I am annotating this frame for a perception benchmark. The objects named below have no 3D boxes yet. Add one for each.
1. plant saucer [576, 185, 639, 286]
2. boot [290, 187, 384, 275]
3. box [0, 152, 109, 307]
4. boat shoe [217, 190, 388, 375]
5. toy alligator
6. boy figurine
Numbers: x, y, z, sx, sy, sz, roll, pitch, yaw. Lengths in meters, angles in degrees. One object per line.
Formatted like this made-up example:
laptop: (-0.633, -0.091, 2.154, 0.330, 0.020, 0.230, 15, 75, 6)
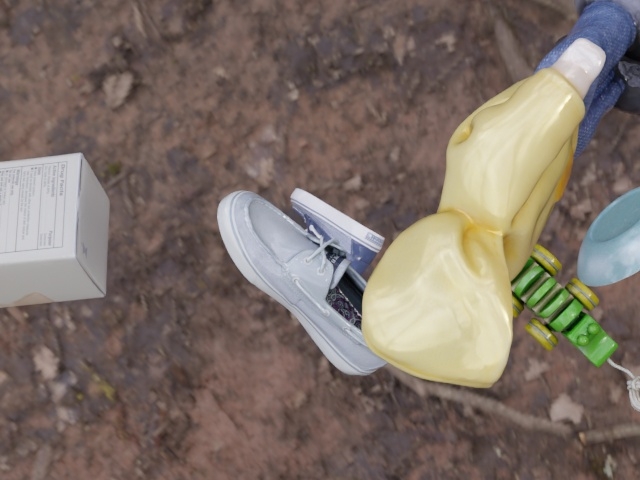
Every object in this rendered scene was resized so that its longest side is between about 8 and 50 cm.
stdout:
plant saucer: (0.405, -0.021, 1.589, 0.195, 0.037, 0.195, -39, 15, 13)
boot: (0.000, 0.000, 1.474, 0.086, 0.069, 0.190, -60, 31, 2)
box: (-0.419, -0.002, 1.451, 0.311, 0.121, 0.148, -4, 62, 6)
boat shoe: (0.000, 0.032, 1.148, 0.081, 0.227, 0.079, -27, 22, 42)
toy alligator: (0.193, 0.062, 0.940, 0.189, 0.051, 0.056, 44, 90, 10)
boy figurine: (0.121, -0.039, 0.700, 0.092, 0.177, 0.285, 29, 56, 11)
